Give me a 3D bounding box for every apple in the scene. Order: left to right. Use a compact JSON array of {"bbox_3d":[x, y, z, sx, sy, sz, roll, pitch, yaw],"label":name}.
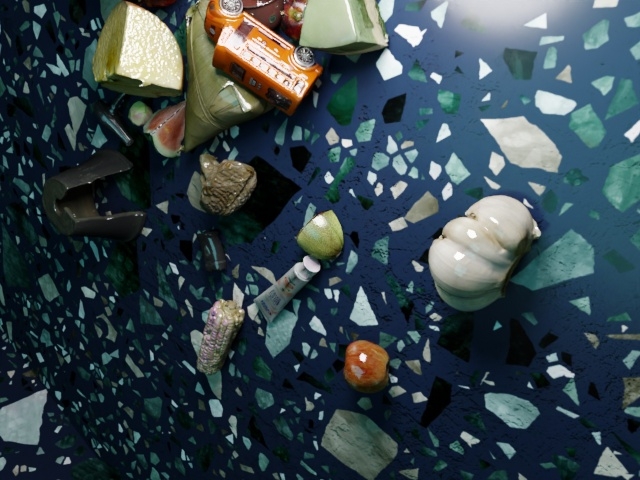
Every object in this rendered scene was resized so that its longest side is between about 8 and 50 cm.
[{"bbox_3d":[-0.586,-0.567,1.619,0.309,0.252,0.314,19,145,56],"label":"apple"},{"bbox_3d":[0.132,0.360,1.466,0.131,0.146,0.146,8,110,9],"label":"apple"}]

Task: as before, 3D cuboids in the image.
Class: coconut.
[{"bbox_3d":[-0.631,-0.440,1.800,0.082,0.081,0.083,-8,84,2],"label":"coconut"}]

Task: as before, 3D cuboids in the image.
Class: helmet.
[{"bbox_3d":[-0.159,-0.628,1.390,0.175,0.155,0.106,59,170,37],"label":"helmet"}]

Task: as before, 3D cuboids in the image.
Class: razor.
[{"bbox_3d":[-0.375,0.035,1.775,0.090,0.054,0.147,-10,97,36],"label":"razor"}]

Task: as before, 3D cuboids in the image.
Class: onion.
[{"bbox_3d":[-0.047,-0.578,1.332,0.119,0.119,0.117,27,121,26],"label":"onion"}]

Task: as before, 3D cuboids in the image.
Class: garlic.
[{"bbox_3d":[0.347,0.027,1.194,0.203,0.185,0.280,42,127,41],"label":"garlic"}]

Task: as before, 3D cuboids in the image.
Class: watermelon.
[{"bbox_3d":[-0.521,-0.387,1.696,0.136,0.207,0.202,21,100,0],"label":"watermelon"}]

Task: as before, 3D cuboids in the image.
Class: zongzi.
[{"bbox_3d":[-0.357,-0.520,1.528,0.418,0.181,0.446,-21,89,38],"label":"zongzi"}]

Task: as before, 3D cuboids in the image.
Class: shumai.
[{"bbox_3d":[-0.308,-0.193,1.621,0.206,0.166,0.175,-46,49,23],"label":"shumai"}]

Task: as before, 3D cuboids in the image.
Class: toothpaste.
[{"bbox_3d":[-0.112,0.154,1.628,0.100,0.066,0.323,54,131,10],"label":"toothpaste"}]

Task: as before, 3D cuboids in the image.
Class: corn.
[{"bbox_3d":[-0.366,0.350,1.822,0.127,0.127,0.335,37,122,20],"label":"corn"}]

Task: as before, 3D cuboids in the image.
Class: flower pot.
[{"bbox_3d":[-0.884,-0.147,1.959,0.380,0.251,0.378,12,113,32],"label":"flower pot"}]

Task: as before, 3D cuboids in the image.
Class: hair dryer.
[{"bbox_3d":[-0.714,-0.478,1.863,0.195,0.075,0.219,49,118,1],"label":"hair dryer"}]

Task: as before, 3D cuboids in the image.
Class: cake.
[{"bbox_3d":[0.083,-0.581,1.217,0.172,0.158,0.283,24,113,26],"label":"cake"}]

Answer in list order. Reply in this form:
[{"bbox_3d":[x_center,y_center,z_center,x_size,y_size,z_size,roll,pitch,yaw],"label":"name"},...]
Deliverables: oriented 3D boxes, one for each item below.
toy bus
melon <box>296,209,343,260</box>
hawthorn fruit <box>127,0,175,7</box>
[{"bbox_3d":[-0.167,-0.477,1.335,0.329,0.153,0.143,33,163,-10],"label":"toy bus"},{"bbox_3d":[0.000,0.000,1.488,0.128,0.079,0.160,46,124,17],"label":"melon"},{"bbox_3d":[-0.520,-0.867,1.495,0.285,0.285,0.368,0,82,35],"label":"hawthorn fruit"}]
